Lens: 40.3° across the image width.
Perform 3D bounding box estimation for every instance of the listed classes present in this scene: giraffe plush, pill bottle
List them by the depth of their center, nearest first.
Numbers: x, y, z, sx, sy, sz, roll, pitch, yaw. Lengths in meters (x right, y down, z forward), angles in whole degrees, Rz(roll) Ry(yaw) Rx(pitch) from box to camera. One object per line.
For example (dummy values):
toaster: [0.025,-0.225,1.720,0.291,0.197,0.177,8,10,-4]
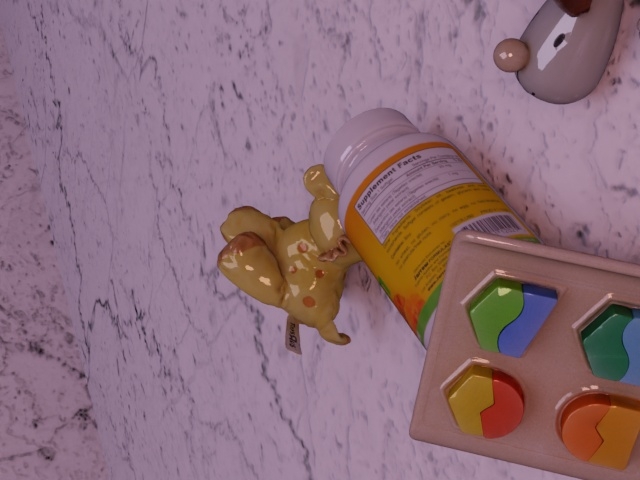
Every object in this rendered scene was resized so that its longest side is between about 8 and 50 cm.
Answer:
pill bottle: [0.100,-0.013,0.808,0.246,0.136,0.136,56,140,38]
giraffe plush: [0.000,0.000,0.982,0.170,0.181,0.210,-53,37,23]

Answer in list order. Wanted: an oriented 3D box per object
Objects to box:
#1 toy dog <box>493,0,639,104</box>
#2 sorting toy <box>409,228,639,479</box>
toy dog: [0.166,-0.248,0.586,0.220,0.161,0.334,-132,40,-66]
sorting toy: [0.179,0.102,0.674,0.038,0.193,0.208,-66,-13,-61]
